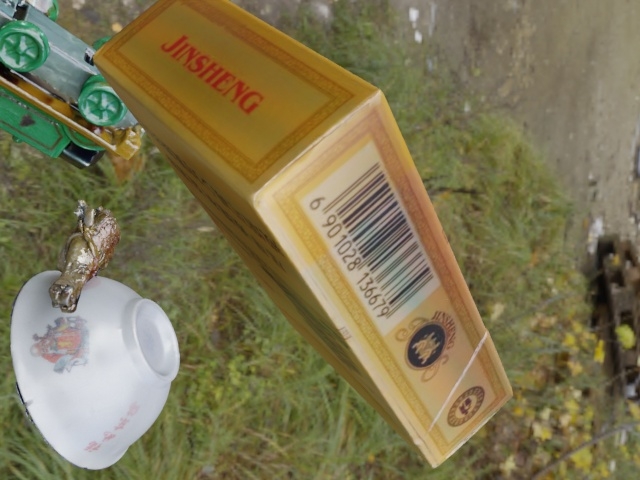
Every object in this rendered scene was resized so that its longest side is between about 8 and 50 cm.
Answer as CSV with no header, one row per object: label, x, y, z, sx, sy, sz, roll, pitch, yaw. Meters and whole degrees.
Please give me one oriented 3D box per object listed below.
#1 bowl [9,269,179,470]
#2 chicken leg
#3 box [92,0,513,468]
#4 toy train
bowl,-0.333,0.186,1.361,0.345,0.157,0.345,-19,90,-76
chicken leg,-0.370,0.029,1.279,0.125,0.080,0.196,116,-8,-58
box,0.000,0.000,0.482,0.076,0.174,0.274,-40,137,-8
toy train,-0.475,-0.257,1.405,0.429,0.249,0.178,33,27,-31
